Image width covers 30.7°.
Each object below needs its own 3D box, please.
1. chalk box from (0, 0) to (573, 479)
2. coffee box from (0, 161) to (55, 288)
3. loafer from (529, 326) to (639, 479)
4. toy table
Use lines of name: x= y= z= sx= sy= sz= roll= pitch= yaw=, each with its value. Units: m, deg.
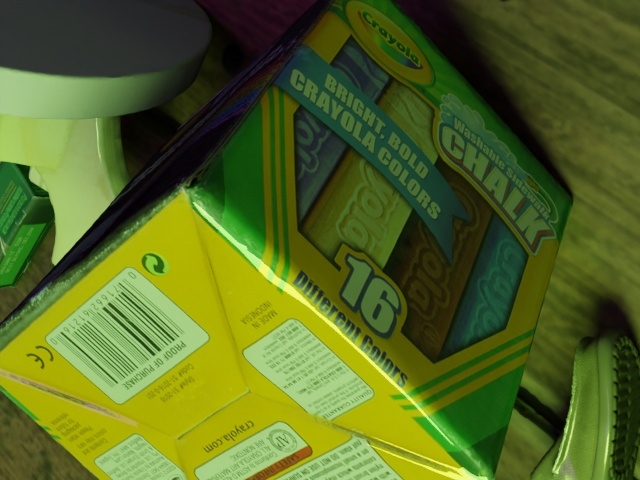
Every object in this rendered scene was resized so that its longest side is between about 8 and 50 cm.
chalk box: x=0.000 y=0.000 z=0.606 sx=0.179 sy=0.289 sz=0.180 roll=46 pitch=129 yaw=-11
coffee box: x=-0.284 y=-0.062 z=0.952 sx=0.184 sy=0.040 sz=0.113 roll=53 pitch=123 yaw=23
loafer: x=0.137 y=0.117 z=0.611 sx=0.050 sy=0.056 sz=0.148 roll=7 pitch=98 yaw=33
toy table: x=-0.191 y=-0.081 z=0.731 sx=0.252 sy=0.274 sz=0.161 roll=36 pitch=118 yaw=21
